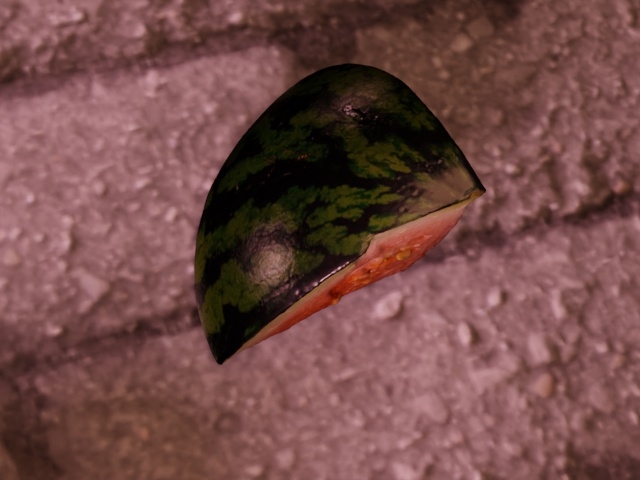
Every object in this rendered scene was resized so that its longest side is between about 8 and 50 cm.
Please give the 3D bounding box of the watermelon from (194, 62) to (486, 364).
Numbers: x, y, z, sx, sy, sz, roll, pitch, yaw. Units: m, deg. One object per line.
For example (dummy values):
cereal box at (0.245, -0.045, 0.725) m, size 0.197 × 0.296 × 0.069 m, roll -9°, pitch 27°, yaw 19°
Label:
watermelon at (-0.011, -0.013, 1.094) m, size 0.145 × 0.193 × 0.137 m, roll -24°, pitch 121°, yaw -22°
